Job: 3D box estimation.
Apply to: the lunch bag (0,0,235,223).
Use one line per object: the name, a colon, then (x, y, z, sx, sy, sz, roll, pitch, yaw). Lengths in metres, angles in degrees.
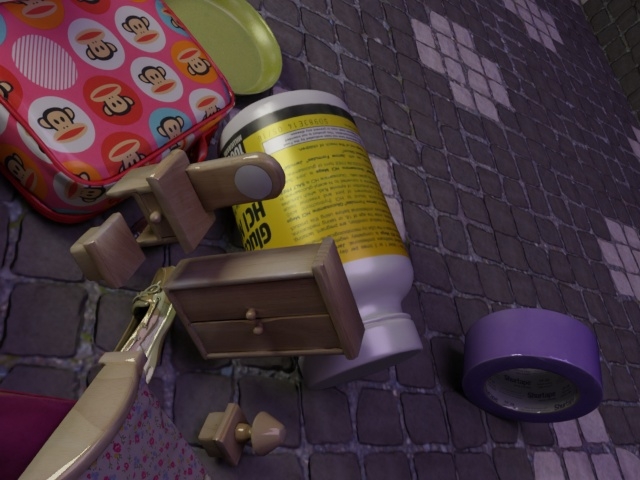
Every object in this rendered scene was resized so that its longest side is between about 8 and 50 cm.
lunch bag: (-0.239, -0.159, 0.660, 0.258, 0.120, 0.293, 48, 43, -4)

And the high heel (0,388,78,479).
high heel: (-0.274, 0.075, 0.395, 0.181, 0.127, 0.377, -46, 133, -39)

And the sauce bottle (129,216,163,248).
sauce bottle: (-0.188, -0.015, 0.664, 0.128, 0.042, 0.042, -27, 81, -45)

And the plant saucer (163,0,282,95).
plant saucer: (-0.171, -0.314, 0.877, 0.240, 0.037, 0.241, 20, 52, -28)

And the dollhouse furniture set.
dollhouse furniture set: (-0.097, 0.138, 0.429, 0.356, 0.173, 0.303, -67, 143, -52)

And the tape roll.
tape roll: (0.304, 0.186, 0.826, 0.189, 0.189, 0.080, 33, 47, -17)

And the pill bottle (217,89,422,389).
pill bottle: (0.000, 0.000, 0.701, 0.187, 0.188, 0.334, -2, 64, -40)

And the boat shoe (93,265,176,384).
boat shoe: (-0.186, 0.087, 0.590, 0.048, 0.056, 0.153, 31, 55, -26)
